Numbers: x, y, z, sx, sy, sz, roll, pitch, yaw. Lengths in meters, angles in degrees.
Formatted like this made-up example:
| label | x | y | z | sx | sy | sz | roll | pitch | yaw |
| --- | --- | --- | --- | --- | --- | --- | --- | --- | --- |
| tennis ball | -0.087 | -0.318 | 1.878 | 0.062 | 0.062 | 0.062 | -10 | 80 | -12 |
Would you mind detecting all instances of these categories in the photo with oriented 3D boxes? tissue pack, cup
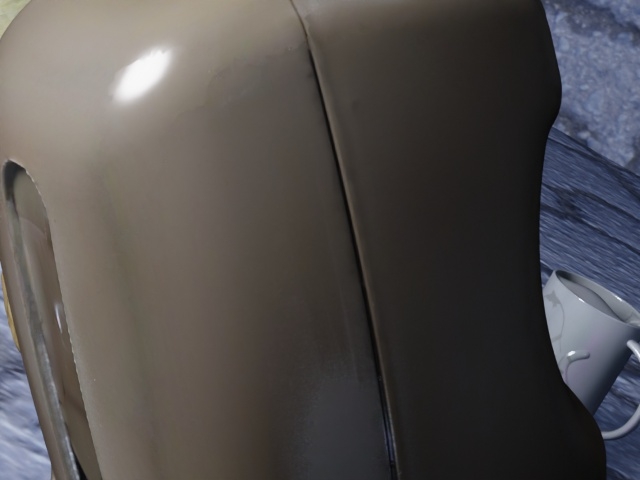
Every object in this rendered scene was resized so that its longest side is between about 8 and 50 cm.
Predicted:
| label | x | y | z | sx | sy | sz | roll | pitch | yaw |
| --- | --- | --- | --- | --- | --- | --- | --- | --- | --- |
| tissue pack | -0.023 | 0.028 | 0.967 | 0.277 | 0.387 | 0.267 | -19 | 23 | -22 |
| cup | 0.225 | 0.111 | 1.641 | 0.099 | 0.133 | 0.136 | 23 | 16 | -25 |

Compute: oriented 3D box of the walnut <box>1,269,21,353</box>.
| label | x | y | z | sx | sy | sz | roll | pitch | yaw |
| --- | --- | --- | --- | --- | --- | --- | --- | --- | --- |
| walnut | -0.094 | 0.034 | 1.212 | 0.245 | 0.198 | 0.198 | 13 | 21 | -24 |

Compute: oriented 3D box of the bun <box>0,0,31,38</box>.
| label | x | y | z | sx | sy | sz | roll | pitch | yaw |
| --- | --- | --- | --- | --- | --- | --- | --- | --- | --- |
| bun | -0.250 | -0.161 | 1.700 | 0.222 | 0.127 | 0.222 | 0 | 39 | 0 |
